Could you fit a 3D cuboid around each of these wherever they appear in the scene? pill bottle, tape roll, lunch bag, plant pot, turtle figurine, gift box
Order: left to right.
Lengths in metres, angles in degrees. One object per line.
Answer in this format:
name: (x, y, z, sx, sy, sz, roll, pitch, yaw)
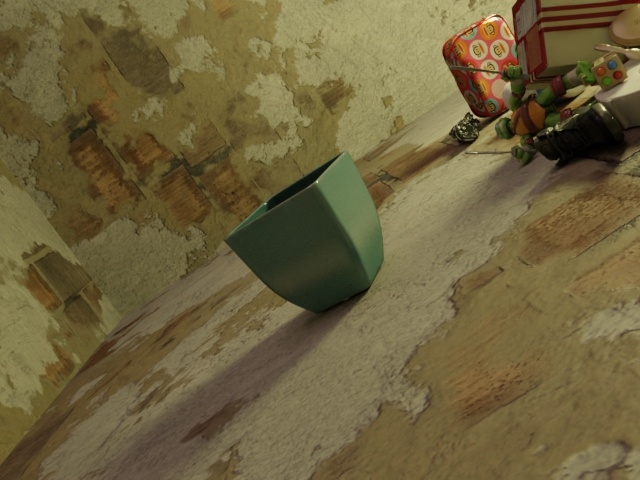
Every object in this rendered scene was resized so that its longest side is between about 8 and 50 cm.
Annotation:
plant pot: (0.000, 0.000, 1.553, 0.247, 0.252, 0.248, -30, 11, 27)
lunch bag: (0.558, -0.568, 2.350, 0.258, 0.293, 0.120, -32, 10, -10)
turtle figurine: (0.455, -0.281, 1.594, 0.266, 0.275, 0.198, -18, 52, 46)
pill bottle: (0.600, -0.421, 1.988, 0.124, 0.124, 0.221, -38, 11, -22)
gift box: (0.608, -0.499, 1.722, 0.258, 0.255, 0.276, -5, 2, 1)
tape roll: (0.715, -0.347, 1.384, 0.392, 0.072, 0.392, -34, 10, 7)

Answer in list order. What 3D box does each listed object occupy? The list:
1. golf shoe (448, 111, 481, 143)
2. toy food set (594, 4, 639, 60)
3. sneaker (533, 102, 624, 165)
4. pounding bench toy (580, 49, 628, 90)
golf shoe: (0.444, -0.332, 2.280, 0.094, 0.077, 0.198, -46, -1, 30)
toy food set: (0.680, -0.448, 1.547, 0.192, 0.038, 0.132, -49, 45, -10)
sneaker: (0.484, -0.193, 1.376, 0.130, 0.087, 0.227, -35, 6, 8)
pounding bench toy: (0.558, -0.329, 1.453, 0.083, 0.052, 0.065, -29, 11, 29)
